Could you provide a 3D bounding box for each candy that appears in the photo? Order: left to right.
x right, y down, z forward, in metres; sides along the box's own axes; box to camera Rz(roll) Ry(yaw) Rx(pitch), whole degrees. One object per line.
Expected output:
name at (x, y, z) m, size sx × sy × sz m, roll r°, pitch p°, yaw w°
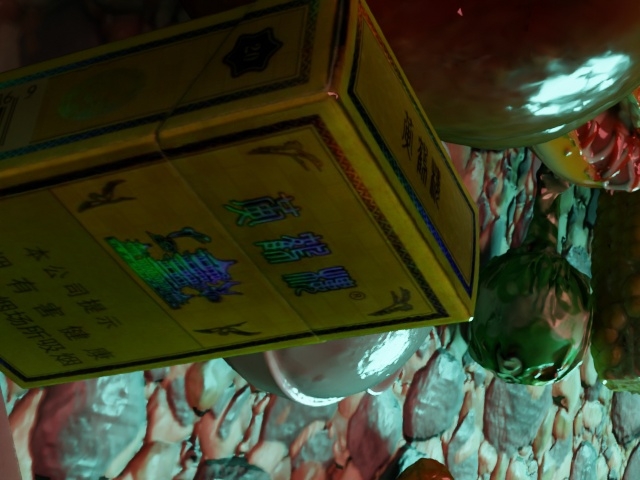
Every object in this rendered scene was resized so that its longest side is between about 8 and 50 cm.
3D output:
candy at (0.172, -0.054, 0.916) m, size 0.097 × 0.097 × 0.323 m, roll 25°, pitch 73°, yaw -53°

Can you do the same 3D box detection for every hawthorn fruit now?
hawthorn fruit at (0.045, -0.166, 0.526) m, size 0.301 × 0.268 × 0.267 m, roll -18°, pitch 118°, yaw -75°

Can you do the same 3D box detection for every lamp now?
lamp at (0.002, 0.000, 0.671) m, size 0.246 × 0.108 × 0.179 m, roll 17°, pitch 84°, yaw -53°

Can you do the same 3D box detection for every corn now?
corn at (0.279, -0.040, 0.963) m, size 0.130 × 0.130 × 0.347 m, roll 50°, pitch 46°, yaw -47°

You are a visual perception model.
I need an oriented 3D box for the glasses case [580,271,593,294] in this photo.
glasses case at (0.196, 0.065, 1.006) m, size 0.021 × 0.032 × 0.083 m, roll 30°, pitch 78°, yaw -49°

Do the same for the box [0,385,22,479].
box at (-0.171, 0.077, 0.467) m, size 0.060 × 0.111 × 0.156 m, roll -37°, pitch 130°, yaw -50°

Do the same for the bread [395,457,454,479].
bread at (0.041, 0.209, 0.839) m, size 0.157 × 0.044 × 0.052 m, roll -42°, pitch 135°, yaw -36°

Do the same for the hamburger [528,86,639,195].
hamburger at (0.178, -0.134, 0.824) m, size 0.210 × 0.116 × 0.173 m, roll 53°, pitch 58°, yaw -25°

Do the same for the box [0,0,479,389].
box at (-0.062, -0.011, 0.489) m, size 0.141 × 0.220 × 0.064 m, roll 53°, pitch 36°, yaw -45°
